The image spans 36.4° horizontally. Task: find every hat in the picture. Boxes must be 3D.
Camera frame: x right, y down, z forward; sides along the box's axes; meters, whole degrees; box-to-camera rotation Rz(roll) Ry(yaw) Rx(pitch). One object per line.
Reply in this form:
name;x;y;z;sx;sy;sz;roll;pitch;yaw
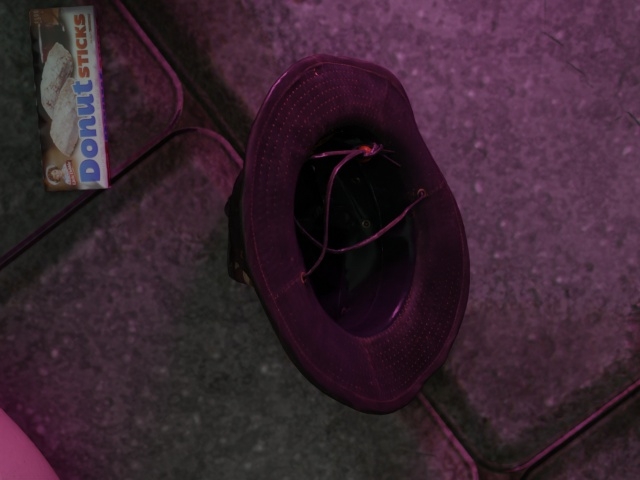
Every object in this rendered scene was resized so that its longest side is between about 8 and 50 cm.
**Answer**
hat;0.000;0.000;0.904;0.134;0.331;0.331;-9;98;38

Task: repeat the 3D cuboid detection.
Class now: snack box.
snack box;-0.246;-0.138;0.955;0.064;0.022;0.178;-4;96;-2

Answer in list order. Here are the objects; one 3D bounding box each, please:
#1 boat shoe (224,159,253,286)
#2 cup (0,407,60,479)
boat shoe;-0.071;-0.030;0.956;0.049;0.056;0.152;5;91;31
cup;-0.343;0.304;0.880;0.237;0.331;0.331;39;94;-31
